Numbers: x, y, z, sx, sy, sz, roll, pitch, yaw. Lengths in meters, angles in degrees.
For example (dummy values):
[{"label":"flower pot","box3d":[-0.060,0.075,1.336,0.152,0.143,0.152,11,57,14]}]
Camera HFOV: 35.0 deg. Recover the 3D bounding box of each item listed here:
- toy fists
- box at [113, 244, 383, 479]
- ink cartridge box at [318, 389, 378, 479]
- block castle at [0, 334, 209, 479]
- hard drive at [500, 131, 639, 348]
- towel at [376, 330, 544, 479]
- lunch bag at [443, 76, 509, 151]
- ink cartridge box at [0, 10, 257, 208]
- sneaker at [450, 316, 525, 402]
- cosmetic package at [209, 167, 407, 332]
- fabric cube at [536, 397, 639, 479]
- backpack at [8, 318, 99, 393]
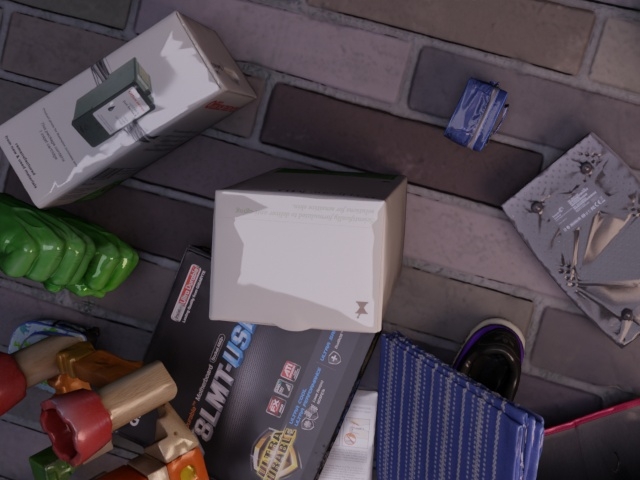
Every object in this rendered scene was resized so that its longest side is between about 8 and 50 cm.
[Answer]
[{"label":"toy fists","box3d":[-0.347,0.014,1.353,0.142,0.279,0.096,23,89,18]},{"label":"box","box3d":[-0.103,0.194,1.423,0.293,0.073,0.295,24,93,9]},{"label":"ink cartridge box","box3d":[-0.012,0.324,1.471,0.181,0.056,0.224,5,79,7]},{"label":"block castle","box3d":[-0.305,0.366,1.323,0.303,0.213,0.453,10,117,46]},{"label":"hard drive","box3d":[0.382,-0.001,1.365,0.172,0.054,0.254,-40,90,11]},{"label":"towel","box3d":[0.166,0.275,1.301,0.040,0.336,0.243,-4,105,-25]},{"label":"lunch bag","box3d":[0.214,-0.170,1.361,0.065,0.067,0.098,26,98,4]},{"label":"ink cartridge box","box3d":[-0.251,-0.170,1.354,0.289,0.211,0.121,-31,90,9]},{"label":"sneaker","box3d":[0.191,0.248,1.373,0.102,0.146,0.293,21,98,4]},{"label":"cosmetic package","box3d":[0.000,0.000,1.259,0.197,0.365,0.155,4,97,7]},{"label":"fabric cube","box3d":[0.391,0.382,1.268,0.259,0.254,0.258,-17,103,-5]},{"label":"backpack","box3d":[-0.396,0.166,1.476,0.114,0.084,0.105,14,96,9]}]
